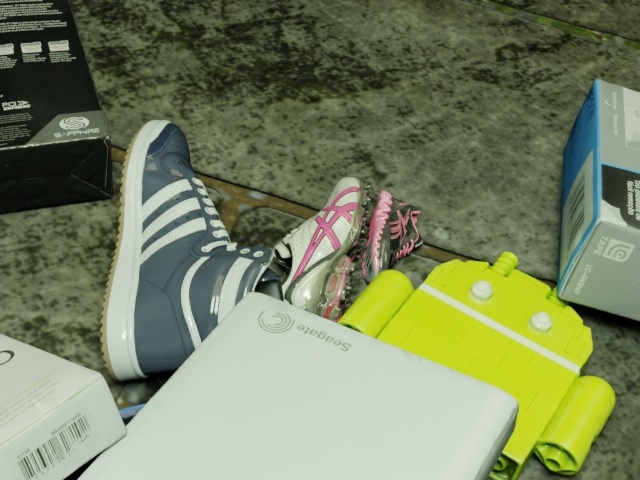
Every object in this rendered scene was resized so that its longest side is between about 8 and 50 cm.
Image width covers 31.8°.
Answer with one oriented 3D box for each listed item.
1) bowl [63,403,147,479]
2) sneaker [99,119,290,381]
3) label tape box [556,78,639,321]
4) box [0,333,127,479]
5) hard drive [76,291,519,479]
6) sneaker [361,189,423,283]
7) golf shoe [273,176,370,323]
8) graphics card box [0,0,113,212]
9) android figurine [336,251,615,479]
[{"bbox_3d":[-0.086,0.262,0.748,0.390,0.077,0.391,1,40,0],"label":"bowl"},{"bbox_3d":[-0.104,-0.001,1.029,0.153,0.099,0.282,-6,52,9],"label":"sneaker"},{"bbox_3d":[0.416,-0.010,1.105,0.347,0.115,0.249,15,40,1],"label":"label tape box"},{"bbox_3d":[-0.324,0.142,0.807,0.322,0.059,0.232,10,35,45],"label":"box"},{"bbox_3d":[-0.044,0.188,0.741,0.233,0.047,0.353,20,44,22],"label":"hard drive"},{"bbox_3d":[0.075,0.000,1.121,0.057,0.047,0.119,20,46,-6],"label":"sneaker"},{"bbox_3d":[0.000,0.000,1.088,0.085,0.068,0.186,13,46,6],"label":"golf shoe"},{"bbox_3d":[-0.366,-0.182,1.189,0.232,0.094,0.371,-9,47,-18],"label":"graphics card box"},{"bbox_3d":[0.141,0.110,1.014,0.248,0.056,0.273,30,50,19],"label":"android figurine"}]
